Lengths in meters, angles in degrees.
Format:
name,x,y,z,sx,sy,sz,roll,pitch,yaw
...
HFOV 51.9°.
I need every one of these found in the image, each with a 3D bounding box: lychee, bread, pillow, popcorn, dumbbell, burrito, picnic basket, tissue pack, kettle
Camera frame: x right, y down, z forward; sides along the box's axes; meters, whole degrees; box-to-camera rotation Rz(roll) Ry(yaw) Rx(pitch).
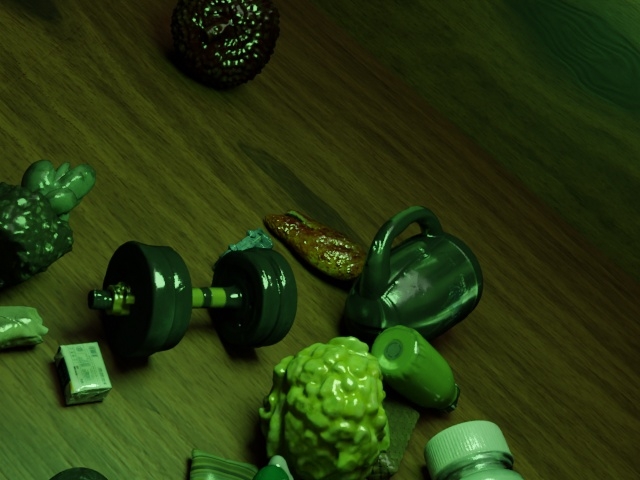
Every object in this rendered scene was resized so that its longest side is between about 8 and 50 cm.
name,x,y,z,sx,sy,sz,roll,pitch,yaw
lychee,-0.263,-0.581,1.825,0.306,0.306,0.330,32,17,-8
bread,-0.001,0.003,1.513,0.269,0.095,0.139,40,24,13
pillow,-0.139,0.392,0.919,0.113,0.038,0.203,24,33,-20
popcorn,0.009,0.275,1.058,0.212,0.259,0.259,-5,41,-2
dumbbell,-0.200,0.097,1.110,0.388,0.185,0.185,4,44,-43
burrito,-0.485,0.129,0.898,0.226,0.060,0.087,-7,47,-47
picnic basket,0.118,0.353,1.211,0.110,0.055,0.193,39,30,4
tissue pack,-0.349,0.195,0.965,0.062,0.042,0.083,3,45,-45
kettle,0.181,0.087,1.400,0.228,0.320,0.324,15,25,34

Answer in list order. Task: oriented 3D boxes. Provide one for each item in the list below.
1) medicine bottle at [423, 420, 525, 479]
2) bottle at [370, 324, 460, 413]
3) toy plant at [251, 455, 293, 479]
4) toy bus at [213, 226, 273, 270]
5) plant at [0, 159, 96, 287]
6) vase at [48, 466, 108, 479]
name,x,y,z,sx,sy,sz,roll,pitch,yaw
medicine bottle,0.287,0.465,1.124,0.165,0.165,0.273,17,38,-29
bottle,0.199,0.266,1.293,0.260,0.112,0.112,44,20,-43
toy plant,-0.031,0.430,0.883,0.232,0.113,0.243,56,22,-35
toy bus,-0.158,0.029,1.368,0.065,0.047,0.166,44,33,2
plant,-0.459,-0.042,1.066,0.146,0.149,0.274,-2,29,8
vase,-0.264,0.339,0.808,0.183,0.120,0.120,21,32,-52
